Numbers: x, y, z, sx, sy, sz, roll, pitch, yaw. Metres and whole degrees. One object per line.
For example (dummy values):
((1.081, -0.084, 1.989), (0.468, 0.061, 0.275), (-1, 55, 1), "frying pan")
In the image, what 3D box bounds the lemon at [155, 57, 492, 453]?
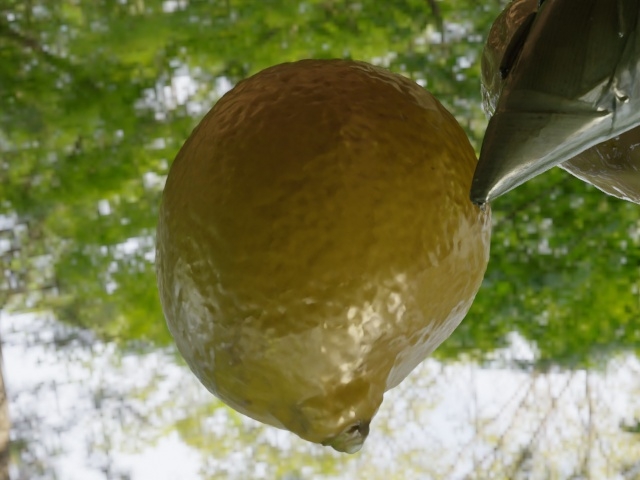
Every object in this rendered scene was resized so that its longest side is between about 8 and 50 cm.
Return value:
((0.000, 0.000, 0.734), (0.187, 0.187, 0.244), (-1, -125, 8), "lemon")

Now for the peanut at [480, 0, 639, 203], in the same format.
((0.265, -0.116, 0.878), (0.387, 0.192, 0.169), (-1, -164, 43), "peanut")

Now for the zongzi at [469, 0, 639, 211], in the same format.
((0.131, -0.059, 0.416), (0.154, 0.062, 0.130), (4, -126, 39), "zongzi")
